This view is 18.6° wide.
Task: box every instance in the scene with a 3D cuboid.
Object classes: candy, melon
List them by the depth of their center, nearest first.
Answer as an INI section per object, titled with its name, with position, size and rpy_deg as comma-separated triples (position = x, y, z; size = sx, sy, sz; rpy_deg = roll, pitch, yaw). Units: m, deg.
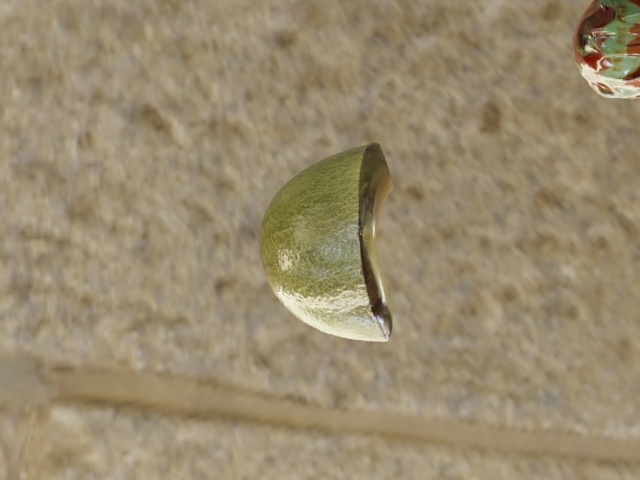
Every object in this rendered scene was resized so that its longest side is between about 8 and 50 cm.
[candy]
position = 0.327, -0.142, 1.433
size = 0.288, 0.078, 0.084
rpy_deg = 4, 155, 17
[melon]
position = 0.000, 0.000, 1.520
size = 0.128, 0.079, 0.160
rpy_deg = -10, 75, 23
